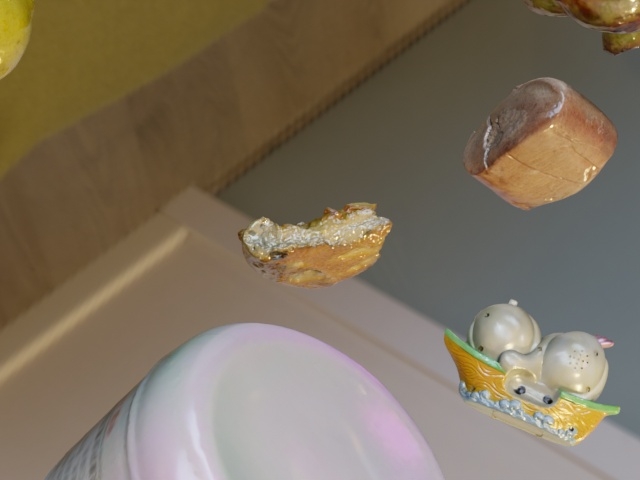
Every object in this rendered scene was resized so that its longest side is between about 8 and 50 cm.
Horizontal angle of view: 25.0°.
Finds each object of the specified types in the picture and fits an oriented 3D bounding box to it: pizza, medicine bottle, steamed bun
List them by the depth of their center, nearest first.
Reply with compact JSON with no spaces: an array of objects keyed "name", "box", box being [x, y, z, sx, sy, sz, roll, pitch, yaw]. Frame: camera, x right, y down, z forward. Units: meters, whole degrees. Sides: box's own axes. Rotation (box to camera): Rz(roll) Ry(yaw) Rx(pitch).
[{"name":"medicine bottle","box":[-0.084,0.225,0.955,0.241,0.241,0.302,-6,148,-52]},{"name":"pizza","box":[0.000,0.000,1.439,0.182,0.161,0.063,18,61,-58]},{"name":"steamed bun","box":[0.272,-0.118,1.779,0.144,0.106,0.175,27,132,-33]}]

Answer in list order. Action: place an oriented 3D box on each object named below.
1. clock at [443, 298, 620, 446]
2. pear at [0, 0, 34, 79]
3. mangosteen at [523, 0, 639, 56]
[{"name":"clock","box":[0.258,0.157,1.765,0.103,0.230,0.144,85,28,-75]},{"name":"pear","box":[-0.454,-0.273,1.769,0.200,0.200,0.200,-33,138,-36]},{"name":"mangosteen","box":[0.198,-0.233,0.982,0.211,0.211,0.250,-37,136,-33]}]
